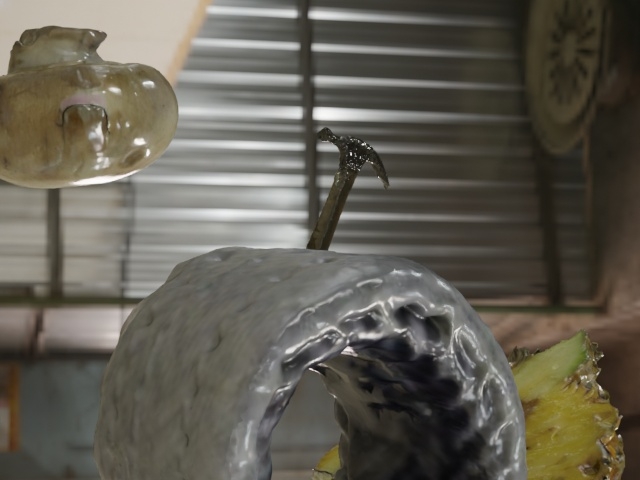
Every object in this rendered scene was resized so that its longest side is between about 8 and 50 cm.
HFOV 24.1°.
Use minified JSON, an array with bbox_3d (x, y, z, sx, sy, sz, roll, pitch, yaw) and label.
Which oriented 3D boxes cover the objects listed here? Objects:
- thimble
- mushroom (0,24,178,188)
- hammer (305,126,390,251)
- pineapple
[{"bbox_3d":[-0.004,0.118,0.860,0.157,0.245,0.217,9,-115,51],"label":"thimble"},{"bbox_3d":[-0.279,-0.148,1.693,0.255,0.255,0.184,-175,-92,-78],"label":"mushroom"},{"bbox_3d":[0.000,0.000,2.022,0.297,0.125,0.027,-67,-164,-9],"label":"hammer"},{"bbox_3d":[0.209,0.244,1.444,0.344,0.286,0.209,7,-53,51],"label":"pineapple"}]
